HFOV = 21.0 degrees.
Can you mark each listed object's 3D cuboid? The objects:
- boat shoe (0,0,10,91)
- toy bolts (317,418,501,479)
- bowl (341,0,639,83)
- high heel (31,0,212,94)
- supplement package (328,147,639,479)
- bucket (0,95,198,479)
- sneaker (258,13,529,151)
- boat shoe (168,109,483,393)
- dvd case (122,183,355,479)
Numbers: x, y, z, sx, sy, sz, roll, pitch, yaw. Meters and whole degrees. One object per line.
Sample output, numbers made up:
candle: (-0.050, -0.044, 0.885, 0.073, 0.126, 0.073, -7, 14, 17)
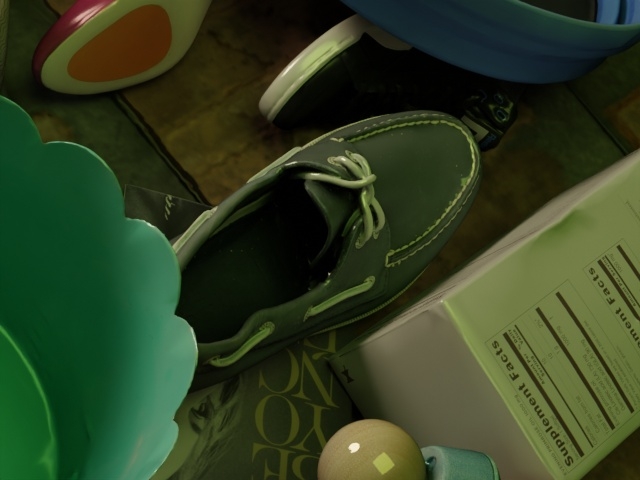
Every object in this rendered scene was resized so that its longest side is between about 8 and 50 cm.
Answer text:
boat shoe: (-0.287, -0.220, 1.060, 0.130, 0.132, 0.355, -14, 61, -22)
toy bolts: (0.050, 0.205, 0.909, 0.158, 0.218, 0.228, 34, 62, -18)
bowl: (0.082, -0.267, 1.230, 0.391, 0.077, 0.391, 23, 39, -20)
high heel: (-0.119, -0.186, 1.157, 0.117, 0.082, 0.244, 36, 61, 28)
supplement package: (0.152, 0.056, 1.098, 0.244, 0.139, 0.134, -33, 90, -35)
bucket: (-0.222, 0.070, 0.881, 0.281, 0.183, 0.281, 13, 58, -21)
sneaker: (0.068, -0.102, 1.187, 0.217, 0.079, 0.121, -33, 79, -37)
boat shoe: (0.000, 0.000, 1.050, 0.319, 0.099, 0.116, -30, 91, -34)
dvd case: (-0.056, 0.080, 1.061, 0.164, 0.018, 0.221, 15, 58, -19)
